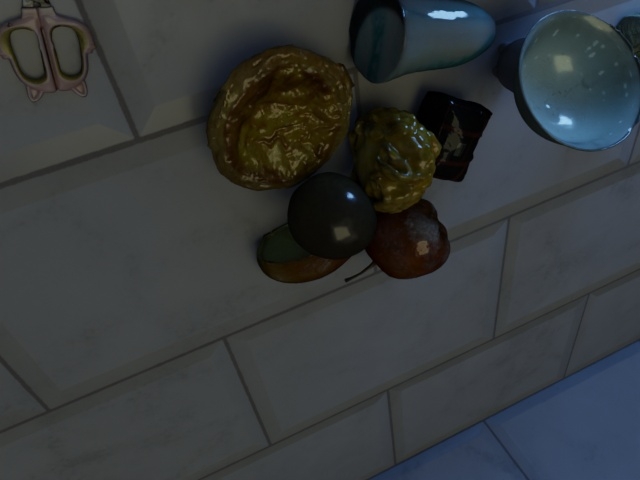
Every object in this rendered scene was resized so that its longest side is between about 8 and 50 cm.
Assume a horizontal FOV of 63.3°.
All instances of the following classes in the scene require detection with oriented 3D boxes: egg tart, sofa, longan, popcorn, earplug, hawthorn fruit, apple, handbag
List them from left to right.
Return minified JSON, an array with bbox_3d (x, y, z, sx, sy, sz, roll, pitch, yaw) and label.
[{"bbox_3d":[-0.091,-0.259,1.101,0.341,0.129,0.341,-16,132,-19],"label":"egg tart"},{"bbox_3d":[0.000,0.000,1.359,0.346,0.254,0.179,-32,92,-4],"label":"apple"},{"bbox_3d":[0.023,-0.058,1.162,0.198,0.212,0.198,-13,155,-6],"label":"longan"},{"bbox_3d":[0.169,-0.184,1.219,0.190,0.250,0.250,-19,134,-38],"label":"popcorn"},{"bbox_3d":[0.230,-0.010,1.428,0.235,0.263,0.231,-4,89,-40],"label":"hawthorn fruit"},{"bbox_3d":[0.246,-0.449,1.123,0.324,0.185,0.185,-15,131,-28],"label":"earplug"},{"bbox_3d":[0.317,-0.256,1.306,0.169,0.155,0.215,-5,127,-36],"label":"handbag"},{"bbox_3d":[0.923,-0.508,1.422,0.210,0.176,0.225,-14,130,-19],"label":"sofa"}]

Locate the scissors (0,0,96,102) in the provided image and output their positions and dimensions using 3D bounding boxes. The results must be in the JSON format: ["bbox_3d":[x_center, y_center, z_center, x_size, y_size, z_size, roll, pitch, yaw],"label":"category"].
[{"bbox_3d":[-0.471,-0.387,0.861,0.160,0.024,0.317,-12,130,-20],"label":"scissors"}]

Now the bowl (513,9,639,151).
[{"bbox_3d":[0.535,-0.328,1.154,0.314,0.313,0.146,-18,176,-15],"label":"bowl"}]

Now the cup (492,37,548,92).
[{"bbox_3d":[0.514,-0.445,1.272,0.134,0.142,0.173,2,124,-29],"label":"cup"}]
